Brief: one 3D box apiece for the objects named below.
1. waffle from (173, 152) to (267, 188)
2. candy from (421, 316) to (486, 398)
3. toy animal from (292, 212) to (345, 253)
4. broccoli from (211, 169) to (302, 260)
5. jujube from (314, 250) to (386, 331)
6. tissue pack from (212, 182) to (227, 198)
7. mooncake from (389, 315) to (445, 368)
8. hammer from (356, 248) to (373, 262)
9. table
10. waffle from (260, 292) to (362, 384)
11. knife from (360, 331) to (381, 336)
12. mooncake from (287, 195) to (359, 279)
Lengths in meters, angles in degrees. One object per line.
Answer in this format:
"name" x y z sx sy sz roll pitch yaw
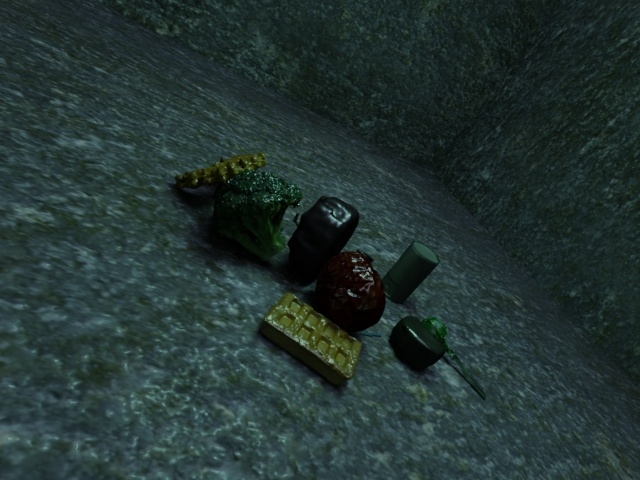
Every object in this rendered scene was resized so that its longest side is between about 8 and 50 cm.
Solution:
"waffle" -0.322 -0.243 1.454 0.260 0.068 0.293 -1 24 34
"candy" 0.461 0.402 1.492 0.097 0.097 0.323 -6 53 -55
"toy animal" -0.007 0.003 1.613 0.253 0.079 0.070 38 3 5
"broccoli" -0.191 -0.085 1.342 0.274 0.308 0.308 61 22 -12
"jujube" 0.087 0.152 1.306 0.213 0.212 0.232 18 30 -31
"tissue pack" -0.307 -0.191 1.588 0.120 0.082 0.169 28 25 -8
"mooncake" 0.312 0.327 1.396 0.169 0.104 0.175 23 25 -16
"hammer" 0.185 0.104 1.735 0.078 0.021 0.201 28 26 -14
"table" 0.335 0.123 1.647 0.127 0.219 0.126 28 26 -15
"waffle" -0.023 0.260 1.160 0.274 0.057 0.168 35 25 2
"knife" 0.161 0.299 1.376 0.091 0.005 0.014 15 29 -35
"mooncake" 0.002 -0.013 1.421 0.141 0.282 0.283 36 24 14
